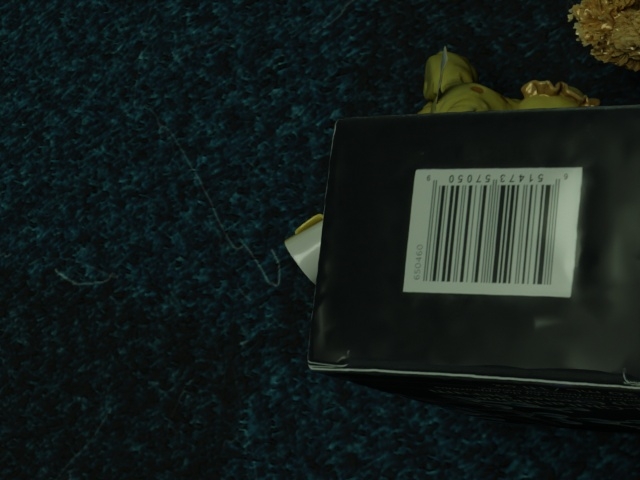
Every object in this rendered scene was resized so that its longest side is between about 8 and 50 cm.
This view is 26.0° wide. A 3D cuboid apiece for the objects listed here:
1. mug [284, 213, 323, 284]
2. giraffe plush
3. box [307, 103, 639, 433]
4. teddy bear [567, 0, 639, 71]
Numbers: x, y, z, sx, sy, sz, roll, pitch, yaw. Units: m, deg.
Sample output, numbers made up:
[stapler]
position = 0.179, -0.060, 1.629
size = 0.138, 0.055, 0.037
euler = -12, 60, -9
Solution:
[mug]
position = 0.000, 0.001, 1.511
size = 0.064, 0.062, 0.078
euler = -37, 68, 7
[giraffe plush]
position = 0.191, -0.110, 1.390
size = 0.171, 0.210, 0.181
euler = 5, 63, -3
[box]
position = 0.216, 0.043, 1.180
size = 0.294, 0.395, 0.211
euler = 0, 78, 30
[teddy bear]
position = 0.380, -0.159, 1.253
size = 0.338, 0.245, 0.113
euler = -117, 39, -52
